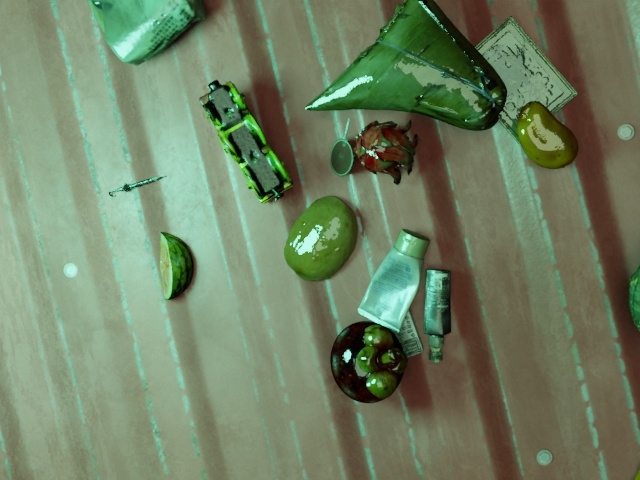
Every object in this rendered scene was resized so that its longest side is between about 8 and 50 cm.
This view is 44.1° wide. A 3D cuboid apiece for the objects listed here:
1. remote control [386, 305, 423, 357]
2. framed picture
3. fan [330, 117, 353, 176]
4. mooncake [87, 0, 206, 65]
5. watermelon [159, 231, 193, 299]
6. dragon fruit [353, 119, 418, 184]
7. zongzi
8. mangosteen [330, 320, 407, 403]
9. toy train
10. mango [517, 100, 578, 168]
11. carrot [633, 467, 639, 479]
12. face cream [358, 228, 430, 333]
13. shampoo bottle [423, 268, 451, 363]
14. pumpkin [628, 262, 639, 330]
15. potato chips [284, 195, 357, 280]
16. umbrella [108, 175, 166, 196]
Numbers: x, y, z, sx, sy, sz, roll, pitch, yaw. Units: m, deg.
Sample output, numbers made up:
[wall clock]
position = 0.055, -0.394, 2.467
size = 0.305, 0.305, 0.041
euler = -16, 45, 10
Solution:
[remote control]
position = 0.193, 0.204, 1.805
size = 0.053, 0.018, 0.125
euler = -19, 89, 9
[framed picture]
position = 0.431, -0.356, 1.751
size = 0.173, 0.010, 0.231
euler = -41, 86, 8
[fan]
position = 0.052, -0.211, 1.781
size = 0.085, 0.005, 0.134
euler = 33, 118, 47
[mooncake]
position = -0.400, -0.554, 1.801
size = 0.254, 0.136, 0.250
euler = -29, 86, 13
[watermelon]
position = -0.334, 0.061, 1.865
size = 0.068, 0.087, 0.164
euler = -5, 95, -29
[dragon fruit]
position = 0.144, -0.202, 1.752
size = 0.141, 0.130, 0.121
euler = 4, 57, 4
[zongzi]
position = 0.188, -0.303, 1.703
size = 0.360, 0.160, 0.323
euler = -40, 78, 5
[mangosteen]
position = 0.113, 0.266, 1.732
size = 0.199, 0.200, 0.200
euler = 0, 92, 8
[toy train]
position = -0.167, -0.219, 1.771
size = 0.100, 0.160, 0.296
euler = -30, 90, -1
[mango]
position = 0.484, -0.223, 1.711
size = 0.105, 0.084, 0.159
euler = -41, 87, 7
[carrot]
position = 0.732, 0.472, 1.720
size = 0.061, 0.061, 0.257
euler = 21, 98, 7
[face cream]
position = 0.171, 0.088, 1.784
size = 0.114, 0.070, 0.224
euler = 28, 103, 28
[shampoo bottle]
position = 0.262, 0.169, 1.771
size = 0.057, 0.063, 0.208
euler = 1, 93, 19
[pumpkin]
position = 0.791, 0.098, 1.594
size = 0.327, 0.257, 0.292
euler = -15, 103, 2
[potato chips]
position = 0.000, 0.000, 1.811
size = 0.150, 0.049, 0.202
euler = 41, 103, 10
[umbrella]
position = -0.439, -0.134, 1.882
size = 0.148, 0.022, 0.022
euler = -20, 131, 8
